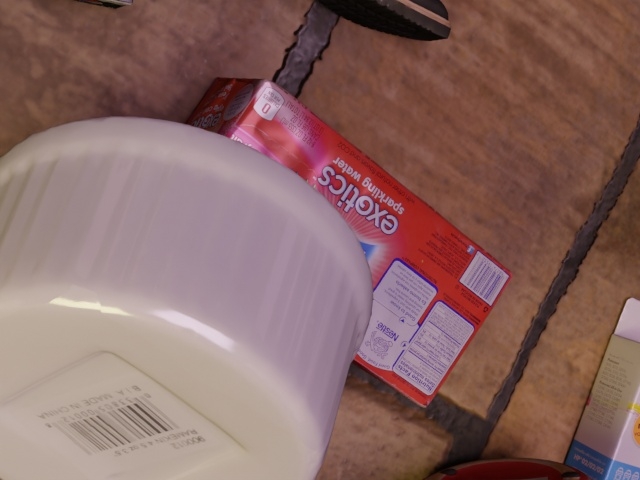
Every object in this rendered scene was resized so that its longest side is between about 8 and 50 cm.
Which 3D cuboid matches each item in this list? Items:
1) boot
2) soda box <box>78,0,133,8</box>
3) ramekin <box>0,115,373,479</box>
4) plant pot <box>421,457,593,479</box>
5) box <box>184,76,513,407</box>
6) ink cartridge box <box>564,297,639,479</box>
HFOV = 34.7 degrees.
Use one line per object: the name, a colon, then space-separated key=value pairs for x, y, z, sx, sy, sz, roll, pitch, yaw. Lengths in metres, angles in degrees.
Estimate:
boot: x=0.032 y=-0.247 z=0.783 sx=0.198 sy=0.077 sz=0.137 roll=23 pitch=85 yaw=-25
soda box: x=-0.150 y=-0.251 z=0.714 sx=0.060 sy=0.053 sz=0.168 roll=7 pitch=97 yaw=-23
ramekin: x=-0.111 y=0.069 z=0.654 sx=0.277 sy=0.277 sz=0.135 roll=37 pitch=40 yaw=-23
plant pot: x=0.160 y=0.283 z=0.863 sx=0.191 sy=0.191 sz=0.174 roll=-7 pitch=93 yaw=-21
box: x=0.000 y=0.000 z=0.779 sx=0.257 sy=0.123 sz=0.128 roll=36 pitch=84 yaw=-23
ink cartridge box: x=0.314 y=0.157 z=0.969 sx=0.104 sy=0.061 sz=0.181 roll=19 pitch=91 yaw=-24
